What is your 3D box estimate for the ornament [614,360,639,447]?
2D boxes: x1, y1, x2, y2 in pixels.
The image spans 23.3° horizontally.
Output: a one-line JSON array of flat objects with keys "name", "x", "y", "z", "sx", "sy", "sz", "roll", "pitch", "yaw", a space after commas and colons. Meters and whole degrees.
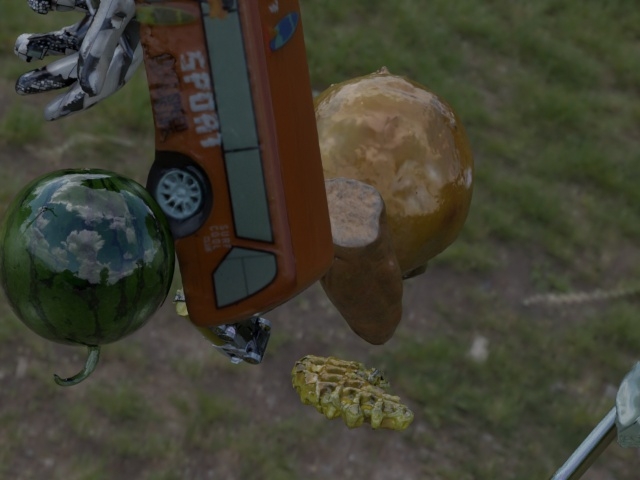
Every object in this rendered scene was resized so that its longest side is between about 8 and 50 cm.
[{"name": "ornament", "x": 0.229, "y": 0.110, "z": 1.083, "sx": 0.041, "sy": 0.068, "sz": 0.092, "roll": 25, "pitch": -10, "yaw": 4}]

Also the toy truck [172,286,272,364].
[{"name": "toy truck", "x": -0.106, "y": 0.089, "z": 1.687, "sx": 0.063, "sy": 0.123, "sz": 0.052, "roll": 2, "pitch": 61, "yaw": 31}]

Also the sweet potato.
[{"name": "sweet potato", "x": 0.043, "y": 0.034, "z": 1.672, "sx": 0.097, "sy": 0.251, "sz": 0.097, "roll": -9, "pitch": 46, "yaw": 9}]

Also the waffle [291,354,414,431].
[{"name": "waffle", "x": 0.045, "y": 0.191, "z": 1.979, "sx": 0.149, "sy": 0.051, "sz": 0.194, "roll": 7, "pitch": 12, "yaw": -24}]

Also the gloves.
[{"name": "gloves", "x": -0.200, "y": -0.205, "z": 1.439, "sx": 0.127, "sy": 0.212, "sz": 0.111, "roll": 36, "pitch": 22, "yaw": 33}]

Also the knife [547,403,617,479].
[{"name": "knife", "x": 0.320, "y": 0.182, "z": 1.619, "sx": 0.027, "sy": 0.061, "sz": 0.343, "roll": 37, "pitch": 68, "yaw": 23}]

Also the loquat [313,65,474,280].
[{"name": "loquat", "x": 0.078, "y": -0.092, "z": 2.332, "sx": 0.328, "sy": 0.328, "sz": 0.328, "roll": 15, "pitch": 29, "yaw": -8}]

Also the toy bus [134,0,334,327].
[{"name": "toy bus", "x": -0.068, "y": -0.154, "z": 0.919, "sx": 0.092, "sy": 0.408, "sz": 0.093, "roll": -5, "pitch": 10, "yaw": 21}]

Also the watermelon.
[{"name": "watermelon", "x": -0.123, "y": 0.013, "z": 0.829, "sx": 0.109, "sy": 0.109, "sz": 0.109, "roll": 15, "pitch": 29, "yaw": -8}]

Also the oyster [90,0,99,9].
[{"name": "oyster", "x": -0.182, "y": -0.319, "z": 1.262, "sx": 0.158, "sy": 0.162, "sz": 0.351, "roll": 25, "pitch": 35, "yaw": -10}]
